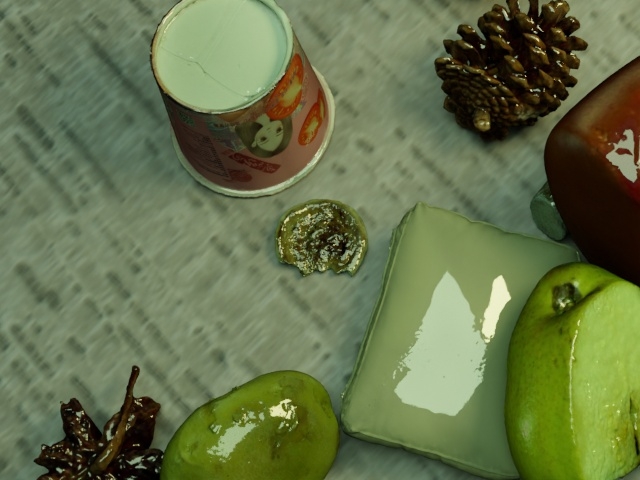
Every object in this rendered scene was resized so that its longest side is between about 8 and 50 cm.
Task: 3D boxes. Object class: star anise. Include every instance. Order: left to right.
[{"bbox_3d":[-0.282,0.293,1.773,0.190,0.126,0.220,-29,72,1],"label":"star anise"}]

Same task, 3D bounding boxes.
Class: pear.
[{"bbox_3d":[0.311,0.159,1.640,0.159,0.292,0.292,-5,64,48],"label":"pear"}]

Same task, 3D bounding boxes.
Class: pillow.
[{"bbox_3d":[0.180,0.127,1.758,0.255,0.120,0.322,17,74,6],"label":"pillow"}]

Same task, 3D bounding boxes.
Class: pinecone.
[{"bbox_3d":[0.265,-0.240,1.852,0.212,0.185,0.168,-32,93,-18],"label":"pinecone"}]

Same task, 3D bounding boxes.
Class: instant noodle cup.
[{"bbox_3d":[-0.113,-0.212,1.868,0.243,0.231,0.243,-3,69,7],"label":"instant noodle cup"}]

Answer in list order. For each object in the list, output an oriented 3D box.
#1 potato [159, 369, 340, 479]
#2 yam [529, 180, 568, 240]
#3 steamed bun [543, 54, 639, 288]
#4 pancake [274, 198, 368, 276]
[{"bbox_3d":[-0.087,0.271,1.719,0.253,0.186,0.148,-50,45,-5],"label":"potato"},{"bbox_3d":[0.356,-0.086,1.837,0.179,0.078,0.078,-45,71,-7],"label":"yam"},{"bbox_3d":[0.422,-0.064,1.687,0.235,0.379,0.248,-40,39,-7],"label":"steamed bun"},{"bbox_3d":[0.001,-0.005,1.889,0.129,0.022,0.116,0,71,3],"label":"pancake"}]
